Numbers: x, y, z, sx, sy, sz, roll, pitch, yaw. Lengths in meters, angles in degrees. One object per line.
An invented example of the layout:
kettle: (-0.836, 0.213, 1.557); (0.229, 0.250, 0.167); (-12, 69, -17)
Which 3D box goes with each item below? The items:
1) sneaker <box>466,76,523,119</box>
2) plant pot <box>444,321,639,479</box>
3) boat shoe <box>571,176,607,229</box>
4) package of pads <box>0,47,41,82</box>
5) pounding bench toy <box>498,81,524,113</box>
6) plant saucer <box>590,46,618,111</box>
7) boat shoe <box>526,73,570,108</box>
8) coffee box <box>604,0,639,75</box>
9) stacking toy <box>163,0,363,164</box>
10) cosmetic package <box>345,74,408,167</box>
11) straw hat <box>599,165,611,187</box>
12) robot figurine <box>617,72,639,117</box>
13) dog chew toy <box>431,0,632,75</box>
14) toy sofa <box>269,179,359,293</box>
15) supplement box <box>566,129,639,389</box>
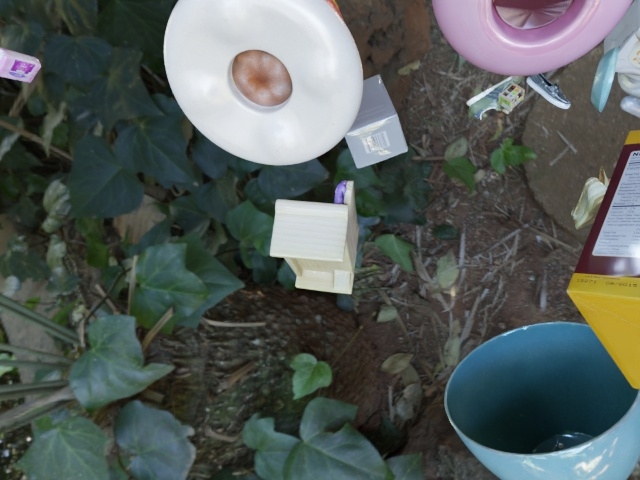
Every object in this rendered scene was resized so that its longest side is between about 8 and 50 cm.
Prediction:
sneaker: (0.591, -0.474, 1.641); (0.192, 0.064, 0.086); (-27, 92, 24)
plant pot: (0.372, 0.296, 0.787); (0.290, 0.290, 0.195); (-17, 109, 31)
boat shoe: (0.486, -0.064, 0.891); (0.056, 0.153, 0.048); (-27, 66, 10)
package of pads: (-0.595, -0.340, 0.958); (0.050, 0.083, 0.032); (-44, 83, 18)
pounding bench toy: (0.612, -0.452, 1.575); (0.065, 0.083, 0.052); (-43, 63, -2)
plant saucer: (0.542, -0.308, 0.944); (0.021, 0.119, 0.119); (18, 94, 31)
boat shoe: (0.647, -0.425, 1.386); (0.142, 0.049, 0.040); (42, 138, 11)
coffee box: (0.792, -0.440, 1.097); (0.247, 0.141, 0.098); (12, 70, 2)
stacking toy: (-0.058, -0.414, 0.981); (0.351, 0.350, 0.479); (-17, 37, 31)
cosmetic package: (0.113, -0.285, 1.157); (0.127, 0.107, 0.238); (-18, 36, 12)
straw hat: (0.827, -0.140, 1.390); (0.061, 0.144, 0.144); (-1, 83, 22)
robot figurine: (0.945, -0.447, 1.293); (0.300, 0.354, 0.199); (125, 154, -46)
dog chew toy: (0.239, -0.334, 0.575); (0.207, 0.206, 0.331); (-19, 34, 31)
toy sofa: (0.000, 0.000, 1.119); (0.150, 0.362, 0.177); (5, 75, 8)
supplement box: (0.355, 0.025, 0.451); (0.129, 0.191, 0.194); (4, 57, 53)
